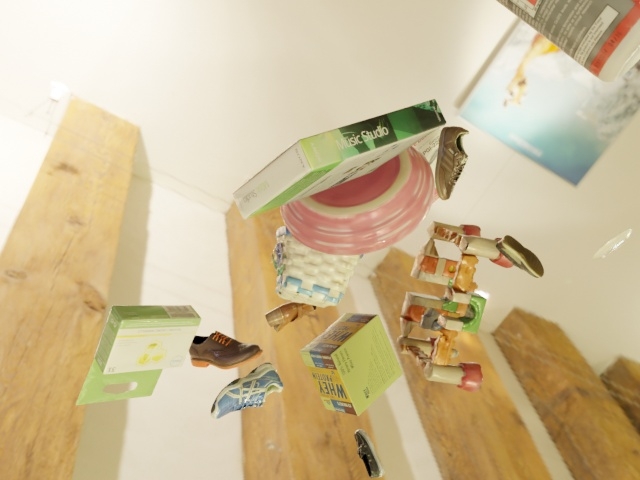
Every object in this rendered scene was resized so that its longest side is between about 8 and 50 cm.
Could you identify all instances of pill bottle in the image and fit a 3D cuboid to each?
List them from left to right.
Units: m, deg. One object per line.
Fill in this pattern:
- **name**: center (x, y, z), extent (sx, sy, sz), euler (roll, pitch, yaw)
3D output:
- **pill bottle**: center (0.402, -0.446, 1.186), extent (0.363, 0.210, 0.210), euler (43, -156, 13)

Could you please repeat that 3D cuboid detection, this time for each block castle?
- **block castle**: center (0.410, 0.184, 2.131), extent (0.212, 0.454, 0.303), euler (11, -172, -19)

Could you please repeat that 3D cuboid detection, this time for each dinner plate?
- **dinner plate**: center (0.863, 0.016, 2.136), extent (0.141, 0.141, 0.017), euler (-1, -130, -54)

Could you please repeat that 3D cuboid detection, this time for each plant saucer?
- **plant saucer**: center (0.070, -0.120, 1.513), extent (0.332, 0.332, 0.084), euler (53, 169, 40)

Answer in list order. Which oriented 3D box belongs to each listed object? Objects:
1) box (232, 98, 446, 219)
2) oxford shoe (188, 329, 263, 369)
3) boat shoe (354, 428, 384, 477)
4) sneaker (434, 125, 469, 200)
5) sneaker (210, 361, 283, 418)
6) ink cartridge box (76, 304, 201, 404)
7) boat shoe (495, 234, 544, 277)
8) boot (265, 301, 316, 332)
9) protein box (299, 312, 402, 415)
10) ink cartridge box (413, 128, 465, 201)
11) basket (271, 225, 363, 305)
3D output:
- **box**: center (0.033, -0.141, 1.245), extent (0.321, 0.232, 0.059), euler (-25, -93, -38)
- **oxford shoe**: center (-0.298, 0.327, 2.193), extent (0.097, 0.271, 0.099), euler (-39, -63, -57)
- **boat shoe**: center (0.122, 0.567, 1.930), extent (0.040, 0.049, 0.142), euler (-8, -133, -29)
- **sneaker**: center (0.335, -0.195, 1.829), extent (0.071, 0.189, 0.066), euler (5, -175, 34)
- **sneaker**: center (-0.188, 0.397, 1.866), extent (0.211, 0.080, 0.081), euler (-31, -119, -27)
- **ink cartridge box**: center (-0.343, 0.228, 1.366), extent (0.171, 0.235, 0.056), euler (4, -152, -44)
- **boat shoe**: center (0.534, 0.047, 1.940), extent (0.152, 0.049, 0.056), euler (44, -130, -7)
- **boot**: center (-0.086, 0.230, 2.285), extent (0.197, 0.152, 0.073), euler (65, -177, -83)
- **protein box**: center (0.086, 0.336, 1.995), extent (0.201, 0.135, 0.200), euler (-35, -71, -36)
- **ink cartridge box**: center (0.279, -0.223, 2.000), extent (0.218, 0.158, 0.092), euler (52, 174, -30)
- **basket**: center (0.000, 0.000, 1.640), extent (0.200, 0.289, 0.255), euler (20, 168, -5)
